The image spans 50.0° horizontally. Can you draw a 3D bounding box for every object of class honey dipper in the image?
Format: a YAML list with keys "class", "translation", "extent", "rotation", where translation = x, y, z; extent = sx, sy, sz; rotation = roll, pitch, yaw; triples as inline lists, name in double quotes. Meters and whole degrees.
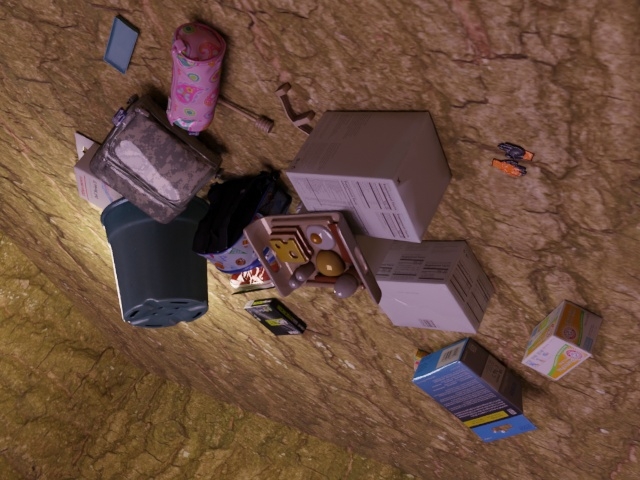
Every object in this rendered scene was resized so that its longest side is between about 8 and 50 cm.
- class: "honey dipper"
  translation: [-0.189, -0.312, 1.677]
  extent: [0.160, 0.030, 0.030]
  rotation: [31, 152, 7]

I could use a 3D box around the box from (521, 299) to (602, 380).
- class: "box"
  translation: [0.610, 0.256, 1.744]
  extent: [0.103, 0.114, 0.203]
  rotation: [26, 150, 7]

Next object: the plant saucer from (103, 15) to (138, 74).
- class: "plant saucer"
  translation: [-0.493, -0.482, 1.699]
  extent: [0.067, 0.018, 0.192]
  rotation: [36, 152, -10]

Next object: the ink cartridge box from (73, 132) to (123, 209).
- class: "ink cartridge box"
  translation: [-0.674, -0.180, 2.237]
  extent: [0.353, 0.119, 0.207]
  rotation: [29, 152, 2]

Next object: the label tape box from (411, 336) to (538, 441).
- class: "label tape box"
  translation: [0.492, 0.473, 2.152]
  extent: [0.333, 0.106, 0.240]
  rotation: [40, 141, -10]

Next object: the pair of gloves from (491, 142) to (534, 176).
- class: "pair of gloves"
  translation: [0.388, -0.163, 1.394]
  extent: [0.074, 0.010, 0.083]
  rotation: [23, 150, 13]

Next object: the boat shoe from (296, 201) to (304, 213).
- class: "boat shoe"
  translation: [0.000, 0.000, 1.933]
  extent: [0.095, 0.084, 0.258]
  rotation: [3, 141, 40]

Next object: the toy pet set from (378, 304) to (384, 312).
- class: "toy pet set"
  translation: [0.209, 0.158, 2.042]
  extent: [0.122, 0.065, 0.114]
  rotation: [-1, 104, 39]

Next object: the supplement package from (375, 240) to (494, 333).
- class: "supplement package"
  translation: [0.281, 0.118, 1.796]
  extent: [0.261, 0.145, 0.204]
  rotation: [1, 139, 43]

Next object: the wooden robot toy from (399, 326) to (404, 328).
- class: "wooden robot toy"
  translation: [0.282, 0.201, 2.038]
  extent: [0.079, 0.076, 0.173]
  rotation: [65, 152, 10]

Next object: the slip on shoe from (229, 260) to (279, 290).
- class: "slip on shoe"
  translation: [-0.210, 0.105, 2.293]
  extent: [0.331, 0.123, 0.101]
  rotation: [-12, 96, 59]

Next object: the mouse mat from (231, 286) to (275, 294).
- class: "mouse mat"
  translation: [-0.200, 0.162, 2.288]
  extent: [0.189, 0.007, 0.152]
  rotation: [-10, 179, -4]

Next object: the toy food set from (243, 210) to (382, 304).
- class: "toy food set"
  translation: [-0.023, 0.051, 1.566]
  extent: [0.306, 0.092, 0.220]
  rotation: [-1, 128, 42]

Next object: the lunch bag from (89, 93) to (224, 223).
- class: "lunch bag"
  translation: [-0.440, -0.231, 1.869]
  extent: [0.305, 0.213, 0.256]
  rotation: [39, 134, -18]

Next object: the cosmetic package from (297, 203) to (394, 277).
- class: "cosmetic package"
  translation: [0.054, -0.016, 1.713]
  extent: [0.224, 0.224, 0.138]
  rotation: [3, 141, 41]

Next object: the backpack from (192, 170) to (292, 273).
- class: "backpack"
  translation: [-0.218, -0.035, 1.895]
  extent: [0.276, 0.263, 0.213]
  rotation: [-7, 135, 47]

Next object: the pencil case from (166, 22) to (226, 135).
- class: "pencil case"
  translation: [-0.293, -0.367, 1.587]
  extent: [0.124, 0.124, 0.284]
  rotation: [31, 151, 0]

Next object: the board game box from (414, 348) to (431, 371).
- class: "board game box"
  translation: [0.439, 0.447, 2.290]
  extent: [0.259, 0.039, 0.124]
  rotation: [17, 149, 17]

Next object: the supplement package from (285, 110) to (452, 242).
- class: "supplement package"
  translation: [0.109, -0.142, 1.488]
  extent: [0.262, 0.199, 0.198]
  rotation: [8, 145, 35]

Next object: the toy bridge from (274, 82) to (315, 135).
- class: "toy bridge"
  translation: [-0.039, -0.281, 1.588]
  extent: [0.188, 0.026, 0.063]
  rotation: [46, 150, -26]

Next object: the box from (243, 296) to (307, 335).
- class: "box"
  translation: [-0.172, 0.290, 2.595]
  extent: [0.184, 0.045, 0.190]
  rotation: [46, 148, -22]

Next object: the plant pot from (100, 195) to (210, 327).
- class: "plant pot"
  translation: [-0.486, 0.071, 2.095]
  extent: [0.341, 0.334, 0.341]
  rotation: [-10, 156, -4]
